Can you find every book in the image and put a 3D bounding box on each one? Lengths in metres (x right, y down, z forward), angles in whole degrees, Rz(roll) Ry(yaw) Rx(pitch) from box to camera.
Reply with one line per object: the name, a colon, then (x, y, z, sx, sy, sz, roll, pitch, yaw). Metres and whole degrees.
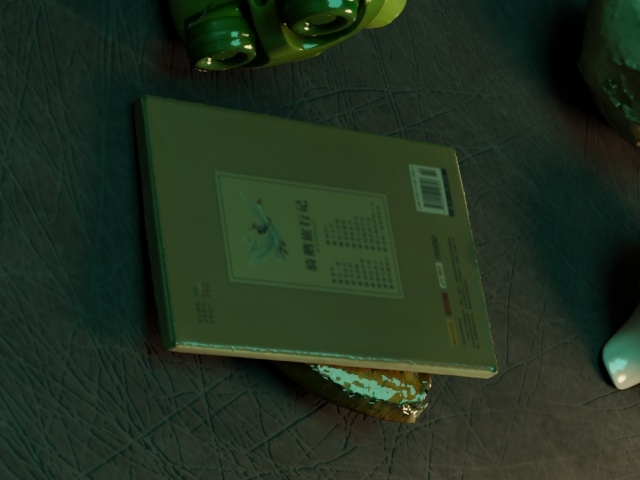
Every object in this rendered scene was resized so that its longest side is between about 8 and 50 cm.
book: (0.000, 0.000, 1.402, 0.310, 0.021, 0.217, 7, 61, -32)

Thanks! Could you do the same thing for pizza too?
pizza: (0.023, 0.051, 1.436, 0.185, 0.052, 0.195, 32, 51, -20)

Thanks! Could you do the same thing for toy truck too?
toy truck: (-0.010, -0.216, 1.427, 0.211, 0.187, 0.148, 5, 72, -46)

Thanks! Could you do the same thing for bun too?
bun: (0.346, -0.185, 1.837, 0.220, 0.134, 0.220, 29, 47, -36)

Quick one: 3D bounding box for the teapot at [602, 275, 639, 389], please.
teapot: (0.406, 0.067, 1.777, 0.298, 0.139, 0.204, -22, 86, -47)
